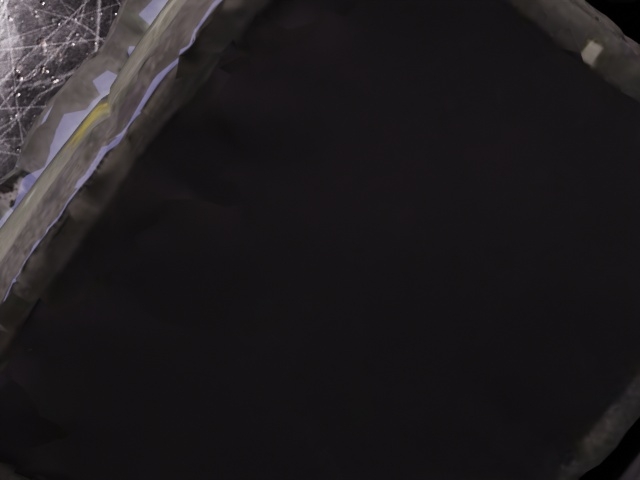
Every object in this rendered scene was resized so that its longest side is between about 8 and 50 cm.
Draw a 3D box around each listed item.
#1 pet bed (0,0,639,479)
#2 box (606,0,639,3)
[{"bbox_3d":[0.000,0.000,0.524,0.211,0.183,0.159,-53,12,9],"label":"pet bed"},{"bbox_3d":[0.151,-0.228,0.623,0.290,0.073,0.289,-96,21,-74],"label":"box"}]
